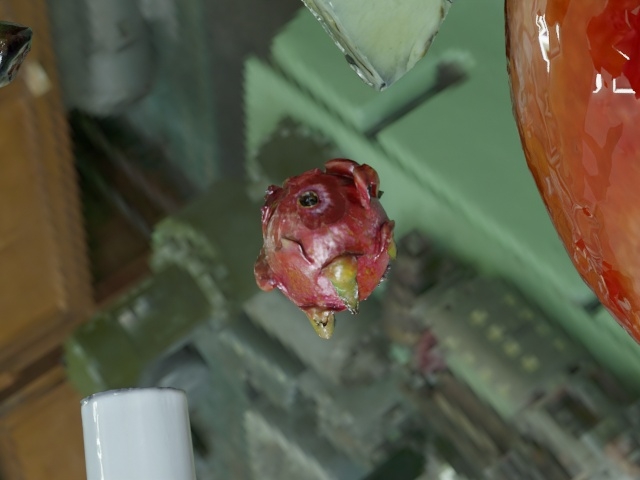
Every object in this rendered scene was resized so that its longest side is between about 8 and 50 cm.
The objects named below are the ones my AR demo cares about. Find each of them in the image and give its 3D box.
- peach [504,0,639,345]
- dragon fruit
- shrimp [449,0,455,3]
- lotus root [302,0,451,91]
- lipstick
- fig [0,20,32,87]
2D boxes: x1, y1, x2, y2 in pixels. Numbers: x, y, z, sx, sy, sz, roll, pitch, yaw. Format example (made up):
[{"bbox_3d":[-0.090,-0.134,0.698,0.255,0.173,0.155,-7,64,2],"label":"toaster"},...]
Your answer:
[{"bbox_3d":[0.251,-0.093,0.738,0.388,0.388,0.388,42,153,28],"label":"peach"},{"bbox_3d":[-0.001,-0.005,1.494,0.112,0.126,0.068,33,174,20],"label":"dragon fruit"},{"bbox_3d":[0.143,-0.219,1.204,0.152,0.046,0.219,31,131,8],"label":"shrimp"},{"bbox_3d":[0.055,-0.207,1.563,0.143,0.144,0.070,40,178,-31],"label":"lotus root"},{"bbox_3d":[-0.059,0.123,0.693,0.040,0.040,0.141,138,127,-66],"label":"lipstick"},{"bbox_3d":[-0.257,-0.135,0.947,0.321,0.217,0.217,16,136,36],"label":"fig"}]
